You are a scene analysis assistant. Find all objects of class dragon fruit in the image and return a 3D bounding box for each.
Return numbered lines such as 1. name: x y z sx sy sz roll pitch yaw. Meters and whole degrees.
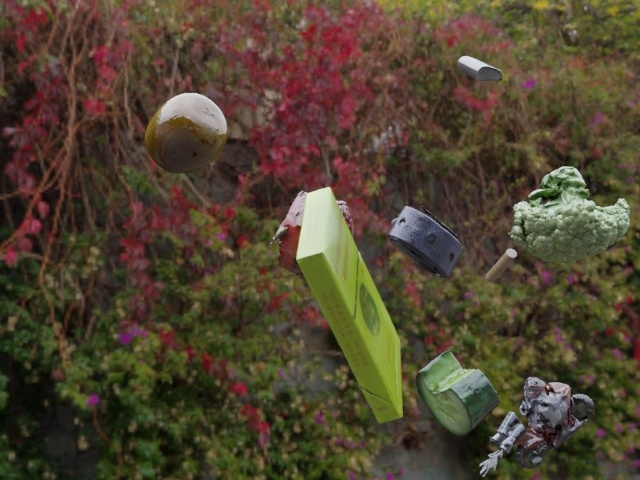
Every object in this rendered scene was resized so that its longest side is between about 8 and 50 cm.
1. dragon fruit: 0.000 0.000 1.823 0.147 0.211 0.282 11 7 17

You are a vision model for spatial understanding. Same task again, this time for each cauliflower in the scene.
1. cauliflower: 0.643 -0.069 2.079 0.275 0.250 0.272 19 -31 -39

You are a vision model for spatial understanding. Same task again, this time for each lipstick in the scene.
1. lipstick: 0.300 0.042 1.321 0.019 0.019 0.094 -3 -27 -15

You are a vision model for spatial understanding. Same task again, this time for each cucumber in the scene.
1. cucumber: 0.339 0.377 1.928 0.130 0.191 0.191 -40 -14 -16

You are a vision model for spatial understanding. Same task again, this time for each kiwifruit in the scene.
1. kiwifruit: -0.358 -0.276 2.090 0.196 0.195 0.234 12 -28 -43

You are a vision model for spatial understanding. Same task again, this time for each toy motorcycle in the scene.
1. toy motorcycle: 0.588 0.532 2.248 0.401 0.207 0.134 -38 3 -11

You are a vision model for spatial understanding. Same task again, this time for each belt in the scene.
1. belt: 0.289 -0.002 2.143 0.230 0.126 0.140 36 -9 -34

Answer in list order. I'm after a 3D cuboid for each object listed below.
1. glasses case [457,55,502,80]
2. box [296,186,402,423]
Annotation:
1. glasses case: 0.439 -0.474 2.195 0.072 0.042 0.190 5 20 -10
2. box: 0.053 0.102 1.233 0.047 0.187 0.335 -18 -60 15
